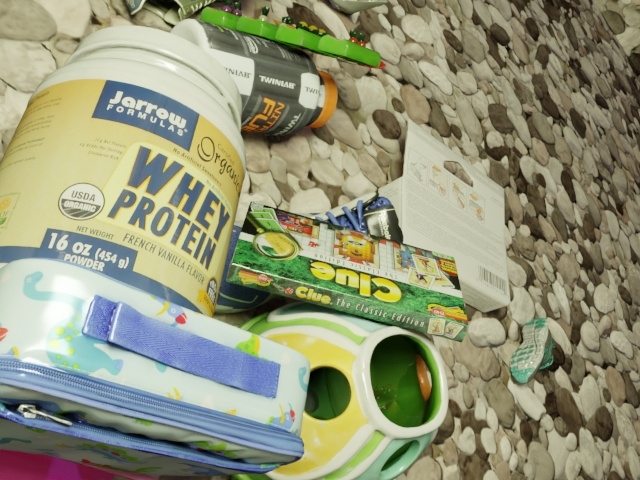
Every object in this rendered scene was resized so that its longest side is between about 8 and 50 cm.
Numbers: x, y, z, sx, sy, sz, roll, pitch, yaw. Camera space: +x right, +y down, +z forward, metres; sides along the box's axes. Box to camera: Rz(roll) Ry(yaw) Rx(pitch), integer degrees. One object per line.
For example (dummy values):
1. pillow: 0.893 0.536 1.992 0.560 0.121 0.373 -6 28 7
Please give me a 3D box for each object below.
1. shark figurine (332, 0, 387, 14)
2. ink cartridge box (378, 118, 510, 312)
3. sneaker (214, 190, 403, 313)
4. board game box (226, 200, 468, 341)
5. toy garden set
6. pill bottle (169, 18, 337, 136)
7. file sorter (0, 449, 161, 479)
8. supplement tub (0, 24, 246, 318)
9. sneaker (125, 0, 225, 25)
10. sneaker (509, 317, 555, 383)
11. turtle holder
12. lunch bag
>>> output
1. shark figurine: -0.001 -0.530 1.123 0.166 0.116 0.278 -24 87 -45
2. ink cartridge box: 0.230 -0.039 1.143 0.296 0.066 0.261 28 54 -32
3. sneaker: 0.001 0.000 0.827 0.316 0.182 0.127 -6 74 -44
4. board game box: 0.034 0.031 0.705 0.260 0.030 0.136 15 34 -6
5. toy garden set: -0.017 -0.305 0.923 0.204 0.244 0.049 -12 120 -61
6. pill bottle: -0.091 -0.218 0.878 0.246 0.130 0.130 1 71 -42
7. file sorter: -0.249 0.241 0.482 0.202 0.182 0.290 31 53 -30
8. supplement tub: -0.200 -0.032 0.621 0.228 0.228 0.316 28 54 -31
9. sneaker: -0.200 -0.344 0.891 0.192 0.064 0.086 -7 87 -47
10. sneaker: 0.419 0.224 1.203 0.076 0.065 0.166 56 46 -14
11. turtle holder: -0.008 0.166 0.707 0.320 0.227 0.243 32 53 -31
12. lunch bag: -0.125 0.096 0.407 0.219 0.176 0.090 28 53 -34
